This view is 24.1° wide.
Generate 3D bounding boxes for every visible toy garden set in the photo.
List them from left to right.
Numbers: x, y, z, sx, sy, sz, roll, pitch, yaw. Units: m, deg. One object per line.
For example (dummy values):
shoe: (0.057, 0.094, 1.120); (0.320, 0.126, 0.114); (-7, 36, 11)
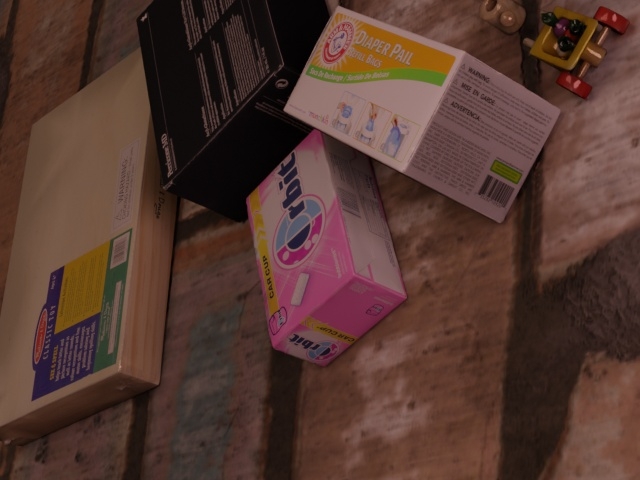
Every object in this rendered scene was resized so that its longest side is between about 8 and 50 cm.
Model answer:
toy garden set: (0.195, -0.238, 1.198); (0.204, 0.049, 0.244); (-60, 35, 7)

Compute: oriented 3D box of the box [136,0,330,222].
box: (-0.081, -0.179, 1.482); (0.184, 0.103, 0.261); (-41, 42, 28)

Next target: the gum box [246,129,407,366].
gum box: (0.000, 0.000, 1.301); (0.107, 0.062, 0.188); (-42, 41, 30)

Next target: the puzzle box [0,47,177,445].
puzzle box: (-0.256, 0.002, 1.649); (0.272, 0.052, 0.409); (-25, 51, 43)

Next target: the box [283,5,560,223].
box: (0.077, -0.107, 1.220); (0.203, 0.114, 0.103); (33, 97, 56)
